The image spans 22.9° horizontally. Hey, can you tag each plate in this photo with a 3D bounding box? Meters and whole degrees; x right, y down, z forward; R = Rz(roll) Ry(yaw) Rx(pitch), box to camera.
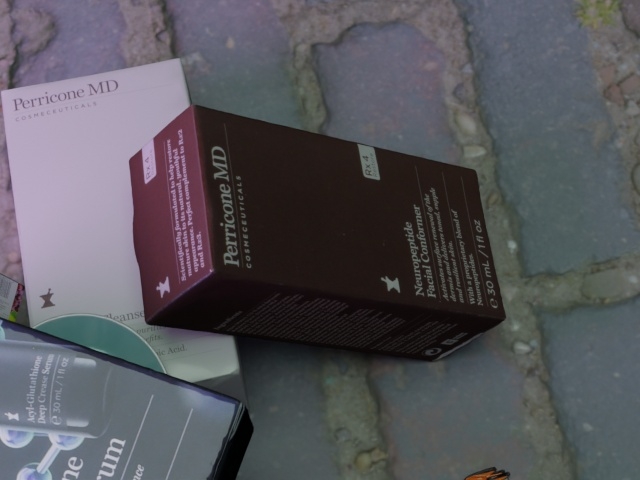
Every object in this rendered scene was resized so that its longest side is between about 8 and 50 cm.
[{"bbox_3d":[-0.241,0.167,1.583,0.188,0.024,0.188,0,77,-1],"label":"plate"}]

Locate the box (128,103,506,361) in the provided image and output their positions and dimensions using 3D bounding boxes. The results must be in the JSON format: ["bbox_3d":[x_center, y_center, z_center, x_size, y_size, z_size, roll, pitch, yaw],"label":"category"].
[{"bbox_3d":[0.000,0.000,1.657,0.381,0.143,0.191,9,60,-34],"label":"box"}]

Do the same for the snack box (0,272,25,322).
[{"bbox_3d":[-0.413,0.140,1.677,0.174,0.070,0.207,-13,57,43],"label":"snack box"}]

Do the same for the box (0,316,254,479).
[{"bbox_3d":[-0.294,0.231,1.447,0.395,0.212,0.293,18,78,4],"label":"box"}]

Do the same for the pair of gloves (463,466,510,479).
[{"bbox_3d":[0.182,0.288,1.703,0.074,0.010,0.083,-21,71,-11],"label":"pair of gloves"}]

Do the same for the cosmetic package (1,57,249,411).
[{"bbox_3d":[-0.215,0.012,1.740,0.217,0.156,0.385,-13,68,-3],"label":"cosmetic package"}]
